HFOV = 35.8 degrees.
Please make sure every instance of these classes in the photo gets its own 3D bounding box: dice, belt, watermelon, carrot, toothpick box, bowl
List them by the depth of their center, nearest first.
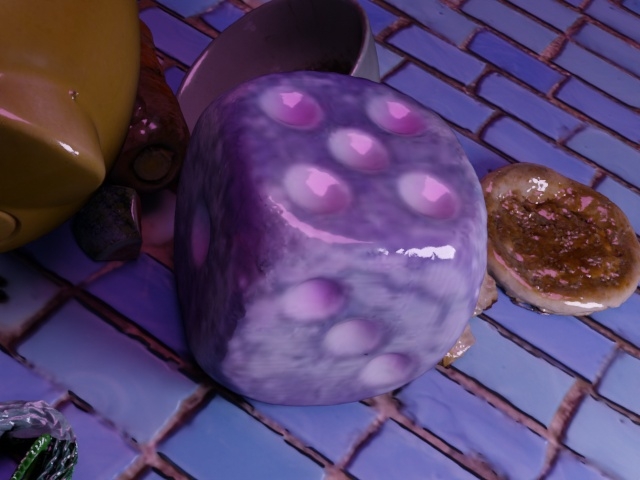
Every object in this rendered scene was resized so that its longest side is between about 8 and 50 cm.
[{"bbox_3d":[-0.283,0.201,0.881,0.121,0.079,0.151,38,44,17],"label":"belt"},{"bbox_3d":[-0.384,-0.191,0.980,0.408,0.409,0.425,0,59,-23],"label":"toothpick box"},{"bbox_3d":[0.000,0.000,1.062,0.271,0.270,0.270,2,47,-21],"label":"dice"},{"bbox_3d":[-0.241,-0.015,1.147,0.092,0.072,0.085,-11,53,20],"label":"watermelon"},{"bbox_3d":[-0.245,-0.173,1.243,0.138,0.139,0.302,3,34,-20],"label":"carrot"},{"bbox_3d":[-0.036,-0.171,1.280,0.289,0.146,0.289,-19,47,22],"label":"bowl"}]

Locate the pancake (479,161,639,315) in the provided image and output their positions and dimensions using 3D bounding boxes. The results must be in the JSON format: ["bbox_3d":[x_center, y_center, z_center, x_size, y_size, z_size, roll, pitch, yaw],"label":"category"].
[{"bbox_3d":[0.327,-0.002,1.371,0.282,0.049,0.282,10,46,-11],"label":"pancake"}]

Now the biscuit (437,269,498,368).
[{"bbox_3d":[0.153,0.070,1.214,0.118,0.061,0.183,29,43,9],"label":"biscuit"}]
